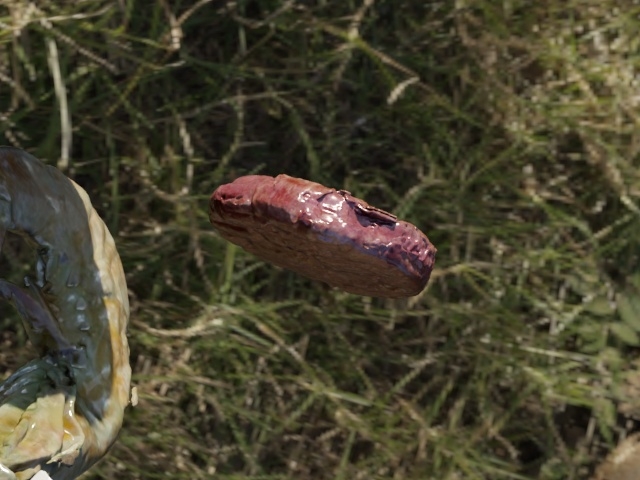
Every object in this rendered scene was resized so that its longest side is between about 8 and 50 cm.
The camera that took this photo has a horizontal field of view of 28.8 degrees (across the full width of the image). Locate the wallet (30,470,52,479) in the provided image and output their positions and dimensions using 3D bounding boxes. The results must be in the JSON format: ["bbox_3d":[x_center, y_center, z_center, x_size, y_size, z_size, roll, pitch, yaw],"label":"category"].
[{"bbox_3d":[-0.167,0.170,0.680,0.083,0.044,0.011,-47,163,-13],"label":"wallet"}]

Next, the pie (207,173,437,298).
[{"bbox_3d":[0.000,0.000,0.938,0.182,0.182,0.050,27,77,-35],"label":"pie"}]

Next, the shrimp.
[{"bbox_3d":[-0.209,0.070,0.861,0.360,0.085,0.247,-71,149,-62],"label":"shrimp"}]
